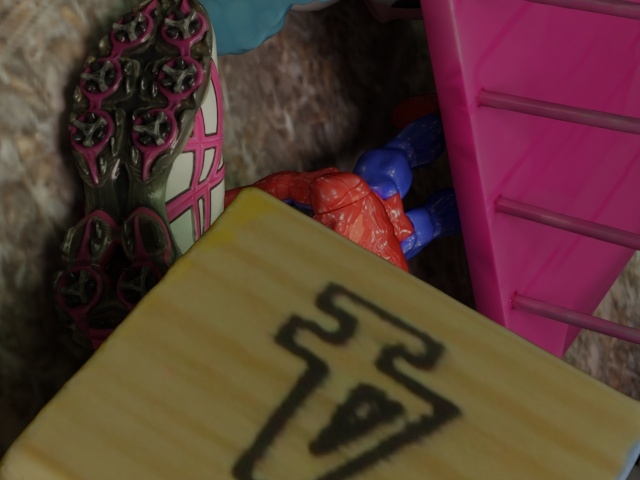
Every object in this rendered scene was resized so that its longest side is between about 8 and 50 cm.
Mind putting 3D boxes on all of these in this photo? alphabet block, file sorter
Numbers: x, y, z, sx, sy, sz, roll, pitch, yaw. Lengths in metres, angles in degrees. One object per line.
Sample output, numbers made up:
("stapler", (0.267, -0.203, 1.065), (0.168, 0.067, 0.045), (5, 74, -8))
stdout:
("alphabet block", (-0.009, 0.132, 0.741), (0.197, 0.192, 0.193), (29, 44, 11))
("file sorter", (0.196, -0.058, 0.943), (0.202, 0.182, 0.291), (-49, 140, -36))

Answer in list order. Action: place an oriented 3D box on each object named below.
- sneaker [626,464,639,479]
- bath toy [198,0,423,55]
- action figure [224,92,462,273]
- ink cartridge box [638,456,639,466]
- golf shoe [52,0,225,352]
("sneaker", (0.093, 0.173, 0.971), (0.295, 0.124, 0.178), (-49, 127, -43))
("bath toy", (0.061, -0.163, 1.009), (0.348, 0.151, 0.129), (-11, 124, -54))
("action figure", (0.000, 0.000, 0.936), (0.091, 0.139, 0.280), (68, 19, -8))
("ink cartridge box", (0.276, 0.169, 1.122), (0.130, 0.272, 0.309), (28, 56, -13))
("golf shoe", (-0.079, -0.025, 0.863), (0.086, 0.067, 0.186), (47, 48, -63))
